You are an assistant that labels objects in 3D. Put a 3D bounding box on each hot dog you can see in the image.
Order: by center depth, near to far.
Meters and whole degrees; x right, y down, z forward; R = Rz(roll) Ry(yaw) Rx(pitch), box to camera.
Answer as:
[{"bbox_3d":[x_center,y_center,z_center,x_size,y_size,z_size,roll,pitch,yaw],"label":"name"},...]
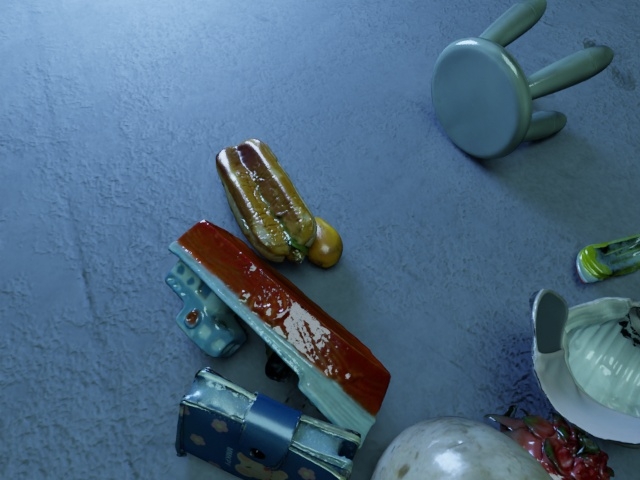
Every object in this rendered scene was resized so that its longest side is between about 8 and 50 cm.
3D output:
[{"bbox_3d":[-0.082,-0.056,0.755,0.104,0.076,0.250,-28,58,-10],"label":"hot dog"}]

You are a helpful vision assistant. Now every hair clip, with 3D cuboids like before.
[{"bbox_3d":[0.467,0.018,0.772,0.188,0.033,0.060,-17,61,-9],"label":"hair clip"}]

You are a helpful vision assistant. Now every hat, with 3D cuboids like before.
[{"bbox_3d":[0.344,0.165,0.578,0.232,0.161,0.275,25,19,36],"label":"hat"}]

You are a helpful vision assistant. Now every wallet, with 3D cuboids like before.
[{"bbox_3d":[-0.064,0.231,0.567,0.202,0.141,0.059,21,36,9],"label":"wallet"}]

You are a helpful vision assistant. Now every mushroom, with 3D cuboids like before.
[{"bbox_3d":[0.148,0.269,0.486,0.195,0.253,0.189,5,78,-18],"label":"mushroom"}]

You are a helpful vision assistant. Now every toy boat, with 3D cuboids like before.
[{"bbox_3d":[-0.063,0.122,0.632,0.331,0.145,0.133,38,89,18],"label":"toy boat"}]

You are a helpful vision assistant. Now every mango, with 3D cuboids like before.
[{"bbox_3d":[0.000,0.000,0.751,0.059,0.046,0.089,-16,52,-4],"label":"mango"}]

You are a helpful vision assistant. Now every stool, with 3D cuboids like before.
[{"bbox_3d":[0.314,-0.262,0.828,0.198,0.195,0.195,-32,67,-21],"label":"stool"}]

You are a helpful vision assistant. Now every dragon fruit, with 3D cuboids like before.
[{"bbox_3d":[0.255,0.255,0.578,0.121,0.142,0.130,-47,115,-19],"label":"dragon fruit"}]
